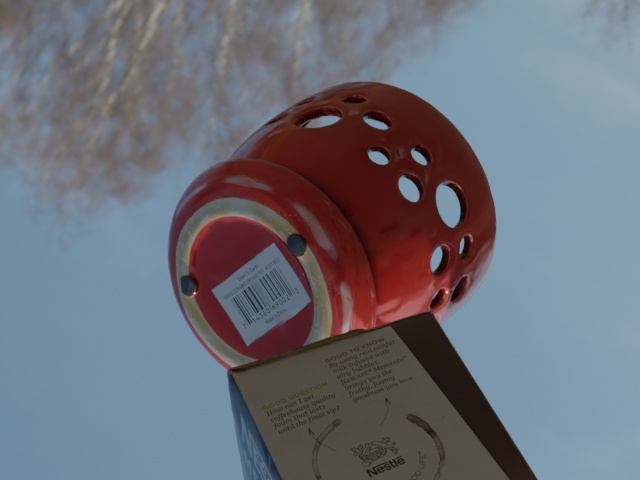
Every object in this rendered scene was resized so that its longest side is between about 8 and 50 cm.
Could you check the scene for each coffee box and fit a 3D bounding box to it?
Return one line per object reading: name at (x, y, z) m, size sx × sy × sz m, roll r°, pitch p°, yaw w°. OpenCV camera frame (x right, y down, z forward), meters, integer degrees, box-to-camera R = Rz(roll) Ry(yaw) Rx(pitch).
coffee box at (0.052, 0.164, 0.664) m, size 0.098 × 0.141 × 0.246 m, roll -17°, pitch -136°, yaw -13°

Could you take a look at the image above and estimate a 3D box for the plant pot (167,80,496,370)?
plant pot at (0.000, 0.000, 1.140) m, size 0.191 × 0.191 × 0.174 m, roll 44°, pitch -140°, yaw 15°
